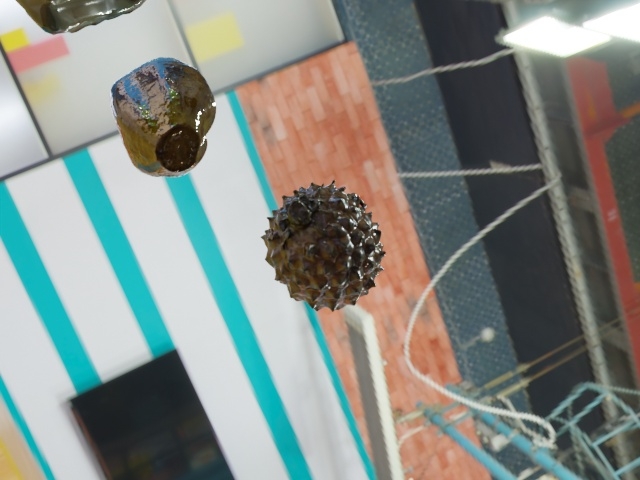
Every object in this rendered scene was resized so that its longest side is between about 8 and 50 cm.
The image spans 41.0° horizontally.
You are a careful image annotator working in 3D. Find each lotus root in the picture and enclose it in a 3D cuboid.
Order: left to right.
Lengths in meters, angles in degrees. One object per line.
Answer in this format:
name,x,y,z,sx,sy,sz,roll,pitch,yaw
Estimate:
lotus root,-0.263,-0.215,1.480,0.291,0.193,0.193,-114,-173,-60

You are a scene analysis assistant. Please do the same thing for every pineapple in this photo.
pineapple,0.000,0.000,1.121,0.166,0.166,0.193,54,0,35

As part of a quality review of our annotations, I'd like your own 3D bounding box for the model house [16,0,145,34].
model house,-0.337,-0.498,0.985,0.445,0.395,0.400,45,-21,7
